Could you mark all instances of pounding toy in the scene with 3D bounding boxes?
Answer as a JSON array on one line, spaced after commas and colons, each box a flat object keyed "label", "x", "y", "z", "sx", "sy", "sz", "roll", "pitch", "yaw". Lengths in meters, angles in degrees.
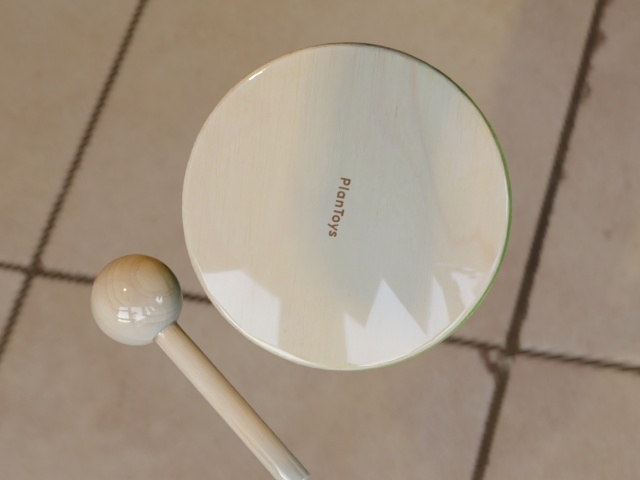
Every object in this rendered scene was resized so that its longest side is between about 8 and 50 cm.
[{"label": "pounding toy", "x": 0.000, "y": 0.000, "z": 1.030, "sx": 0.183, "sy": 0.110, "sz": 0.237, "roll": 41, "pitch": 94, "yaw": 1}]
